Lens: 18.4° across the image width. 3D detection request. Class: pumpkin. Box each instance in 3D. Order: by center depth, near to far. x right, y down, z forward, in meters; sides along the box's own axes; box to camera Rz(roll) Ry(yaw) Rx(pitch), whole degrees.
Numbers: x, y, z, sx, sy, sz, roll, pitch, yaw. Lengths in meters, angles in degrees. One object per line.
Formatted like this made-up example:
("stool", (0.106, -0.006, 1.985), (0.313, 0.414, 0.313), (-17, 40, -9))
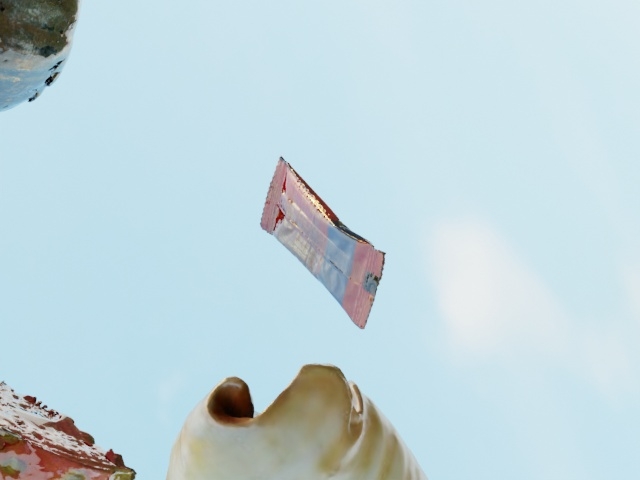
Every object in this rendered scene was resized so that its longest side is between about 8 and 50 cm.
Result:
("pumpkin", (-0.325, -0.228, 1.856), (0.163, 0.233, 0.233), (12, -133, -38))

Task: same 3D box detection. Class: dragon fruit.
("dragon fruit", (-0.277, 0.181, 1.455), (0.274, 0.161, 0.126), (27, -169, 30))

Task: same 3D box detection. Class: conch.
("conch", (-0.020, 0.161, 1.019), (0.255, 0.158, 0.127), (73, -167, -62))

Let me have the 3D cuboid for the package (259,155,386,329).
("package", (0.000, 0.000, 1.874), (0.022, 0.083, 0.200), (-6, -148, -31))
